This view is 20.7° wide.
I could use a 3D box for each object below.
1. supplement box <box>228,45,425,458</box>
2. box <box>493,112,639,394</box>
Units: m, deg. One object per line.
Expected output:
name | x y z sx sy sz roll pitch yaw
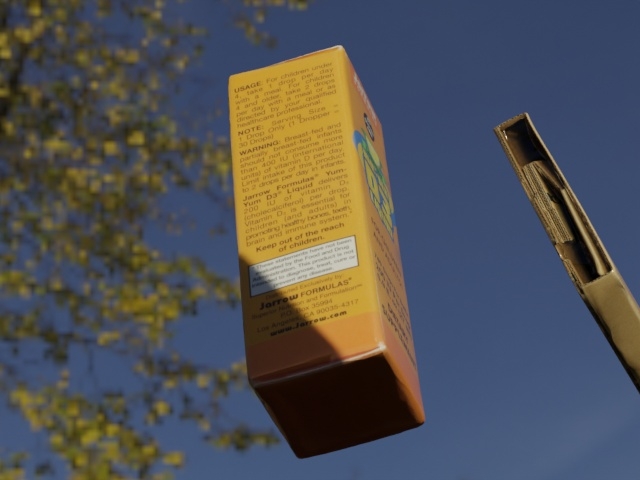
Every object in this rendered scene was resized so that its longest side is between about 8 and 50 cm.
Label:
supplement box | 0.000 0.000 0.969 0.080 0.233 0.078 -18 -43 10
box | 0.152 0.050 0.846 0.021 0.164 0.201 -30 -61 8
